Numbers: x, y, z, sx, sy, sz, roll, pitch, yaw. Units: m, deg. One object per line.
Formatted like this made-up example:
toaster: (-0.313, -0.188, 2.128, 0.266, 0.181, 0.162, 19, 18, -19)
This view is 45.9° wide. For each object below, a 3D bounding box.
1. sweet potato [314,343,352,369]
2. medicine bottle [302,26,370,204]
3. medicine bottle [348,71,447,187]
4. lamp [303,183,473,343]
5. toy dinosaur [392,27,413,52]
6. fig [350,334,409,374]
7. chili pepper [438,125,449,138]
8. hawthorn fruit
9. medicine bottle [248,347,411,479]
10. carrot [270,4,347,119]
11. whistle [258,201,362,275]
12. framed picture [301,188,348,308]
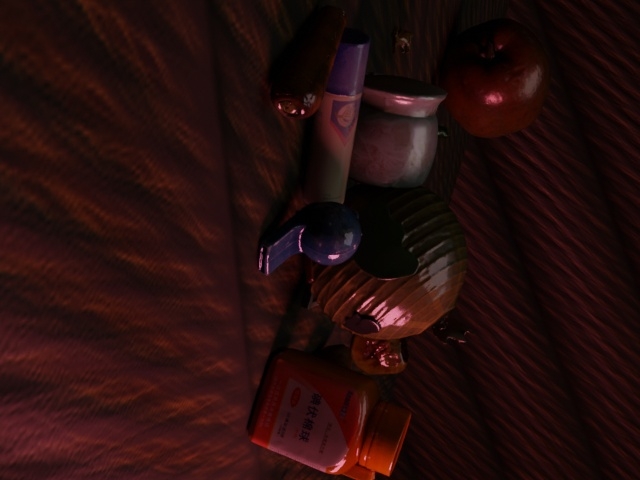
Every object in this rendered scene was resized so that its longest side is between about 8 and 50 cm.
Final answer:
sweet potato: (0.014, 0.257, 1.418, 0.252, 0.097, 0.097, -53, 157, -64)
medicine bottle: (0.018, -0.150, 0.960, 0.059, 0.059, 0.231, -55, 159, -51)
medicine bottle: (0.096, -0.161, 1.073, 0.147, 0.147, 0.143, -42, 144, -65)
lamp: (0.115, 0.047, 1.127, 0.250, 0.284, 0.250, -39, 168, -10)
toy dinosaur: (0.145, -0.339, 1.292, 0.113, 0.026, 0.041, -20, 110, -63)
fig: (0.138, 0.263, 1.874, 0.165, 0.154, 0.144, 147, -45, -60)
chili pepper: (0.223, -0.209, 1.686, 0.182, 0.073, 0.050, -52, 134, -42)
hawthorn fruit: (0.423, -0.404, 1.826, 0.301, 0.267, 0.268, 65, 44, -68)
medicine bottle: (0.018, 0.269, 1.153, 0.112, 0.222, 0.150, 12, 97, -77)
carrot: (-0.010, -0.195, 0.819, 0.055, 0.055, 0.162, 91, 15, -52)
whistle: (0.000, 0.000, 0.961, 0.158, 0.090, 0.090, -41, 149, -40)
framed picture: (0.021, 0.011, 1.281, 0.150, 0.015, 0.203, -5, 112, -75)
